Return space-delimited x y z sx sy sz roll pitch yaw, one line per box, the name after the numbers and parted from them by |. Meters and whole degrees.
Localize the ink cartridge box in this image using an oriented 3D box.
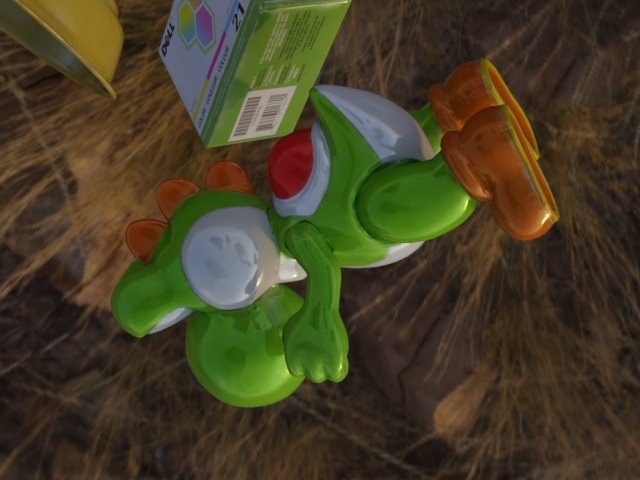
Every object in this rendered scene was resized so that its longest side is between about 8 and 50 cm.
-0.092 -0.245 1.106 0.255 0.097 0.189 62 146 26 | ink cartridge box

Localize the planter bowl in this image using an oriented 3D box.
-0.168 -0.175 0.614 0.217 0.217 0.090 37 84 -7 | planter bowl

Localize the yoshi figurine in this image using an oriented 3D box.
0.013 0.017 0.950 0.362 0.203 0.203 -25 69 15 | yoshi figurine
